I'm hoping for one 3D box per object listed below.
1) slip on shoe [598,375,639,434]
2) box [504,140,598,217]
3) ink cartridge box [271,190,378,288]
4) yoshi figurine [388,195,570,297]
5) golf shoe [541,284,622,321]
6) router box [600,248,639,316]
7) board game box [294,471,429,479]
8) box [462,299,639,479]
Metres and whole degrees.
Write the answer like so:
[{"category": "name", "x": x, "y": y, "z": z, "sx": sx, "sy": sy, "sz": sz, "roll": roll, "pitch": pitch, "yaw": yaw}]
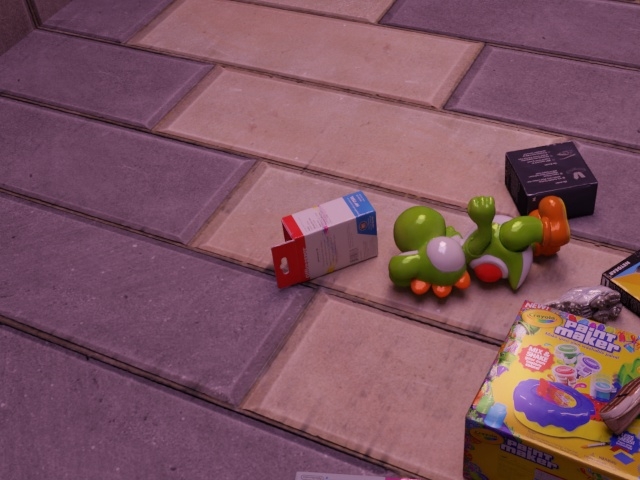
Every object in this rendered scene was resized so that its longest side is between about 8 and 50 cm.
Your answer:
[{"category": "slip on shoe", "x": 0.478, "y": 0.244, "z": 1.364, "sx": 0.135, "sy": 0.051, "sz": 0.041, "roll": -30, "pitch": 88, "yaw": -34}, {"category": "box", "x": 0.501, "y": -0.127, "z": 1.965, "sx": 0.156, "sy": 0.093, "sz": 0.158, "roll": -10, "pitch": 42, "yaw": -3}, {"category": "ink cartridge box", "x": 0.000, "y": 0.000, "z": 1.874, "sx": 0.231, "sy": 0.134, "sz": 0.078, "roll": -19, "pitch": 45, "yaw": -12}, {"category": "yoshi figurine", "x": 0.301, "y": -0.018, "z": 1.826, "sx": 0.362, "sy": 0.203, "sz": 0.203, "roll": -14, "pitch": 28, "yaw": -3}, {"category": "golf shoe", "x": 0.488, "y": 0.127, "z": 1.736, "sx": 0.176, "sy": 0.069, "sz": 0.086, "roll": -9, "pitch": 23, "yaw": -6}, {"category": "router box", "x": 0.663, "y": 0.074, "z": 1.764, "sx": 0.179, "sy": 0.046, "sz": 0.133, "roll": -29, "pitch": 47, "yaw": -21}, {"category": "board game box", "x": 0.055, "y": 0.510, "z": 1.358, "sx": 0.224, "sy": 0.097, "sz": 0.303, "roll": 1, "pitch": 45, "yaw": 9}, {"category": "box", "x": 0.421, "y": 0.289, "z": 1.479, "sx": 0.290, "sy": 0.177, "sz": 0.279, "roll": 17, "pitch": 48, "yaw": 23}]
